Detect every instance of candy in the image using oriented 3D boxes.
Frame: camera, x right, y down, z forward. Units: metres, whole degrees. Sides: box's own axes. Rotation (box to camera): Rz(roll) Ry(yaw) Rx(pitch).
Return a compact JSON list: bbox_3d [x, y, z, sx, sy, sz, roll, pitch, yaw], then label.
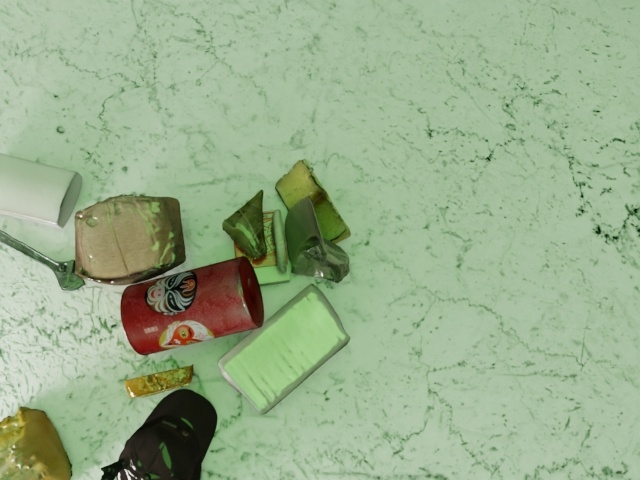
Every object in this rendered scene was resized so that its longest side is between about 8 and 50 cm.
[{"bbox_3d":[-0.098,0.306,1.575,0.359,0.145,0.208,-38,81,-13],"label":"candy"}]

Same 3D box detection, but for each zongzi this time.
[{"bbox_3d":[-0.185,-0.044,1.667,0.160,0.078,0.176,47,66,3],"label":"zongzi"}]

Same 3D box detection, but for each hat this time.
[{"bbox_3d":[0.000,0.000,1.647,0.149,0.214,0.244,9,73,-29],"label":"hat"},{"bbox_3d":[-0.407,0.550,1.444,0.238,0.209,0.336,22,72,4],"label":"hat"}]

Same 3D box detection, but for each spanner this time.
[{"bbox_3d":[-0.830,0.052,1.638,0.325,0.026,0.093,28,74,4],"label":"spanner"}]

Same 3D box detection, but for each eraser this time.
[{"bbox_3d":[-0.183,0.025,1.700,0.157,0.038,0.230,-7,75,-8],"label":"eraser"},{"bbox_3d":[-0.872,-0.151,1.653,0.270,0.095,0.174,14,73,-2],"label":"eraser"}]

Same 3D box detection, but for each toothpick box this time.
[{"bbox_3d":[-0.342,0.178,1.518,0.333,0.204,0.204,-14,76,6],"label":"toothpick box"}]

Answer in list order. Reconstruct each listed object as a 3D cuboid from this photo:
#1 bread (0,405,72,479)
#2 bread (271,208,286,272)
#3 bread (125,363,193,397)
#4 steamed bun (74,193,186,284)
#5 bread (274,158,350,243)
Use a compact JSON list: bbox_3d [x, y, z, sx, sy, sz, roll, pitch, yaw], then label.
[{"bbox_3d":[-0.777,0.562,1.441,0.174,0.133,0.251,-31,80,-11],"label":"bread"},{"bbox_3d":[-0.125,-0.009,1.638,0.036,0.112,0.193,-7,74,-5],"label":"bread"},{"bbox_3d":[-0.437,0.389,1.540,0.187,0.103,0.065,-14,76,-11],"label":"bread"},{"bbox_3d":[-0.537,-0.004,1.601,0.301,0.199,0.251,-8,92,1],"label":"steamed bun"},{"bbox_3d":[-0.015,-0.105,1.717,0.178,0.142,0.266,-35,80,28],"label":"bread"}]
